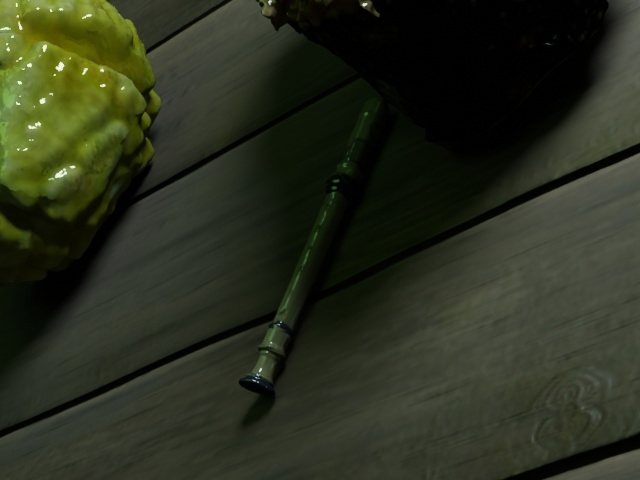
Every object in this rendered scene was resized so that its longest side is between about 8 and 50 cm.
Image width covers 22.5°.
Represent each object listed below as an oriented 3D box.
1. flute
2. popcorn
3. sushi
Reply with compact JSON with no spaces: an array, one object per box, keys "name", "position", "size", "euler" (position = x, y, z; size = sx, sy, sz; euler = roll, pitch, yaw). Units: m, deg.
[{"name":"flute","position":[0.000,0.000,1.117],"size":[0.027,0.027,0.233],"euler":[-3,57,51]},{"name":"popcorn","position":[-0.261,-0.100,1.363],"size":[0.258,0.270,0.224],"euler":[-21,12,-41]},{"name":"sushi","position":[0.067,-0.234,1.089],"size":[0.234,0.207,0.348],"euler":[-51,29,17]}]
